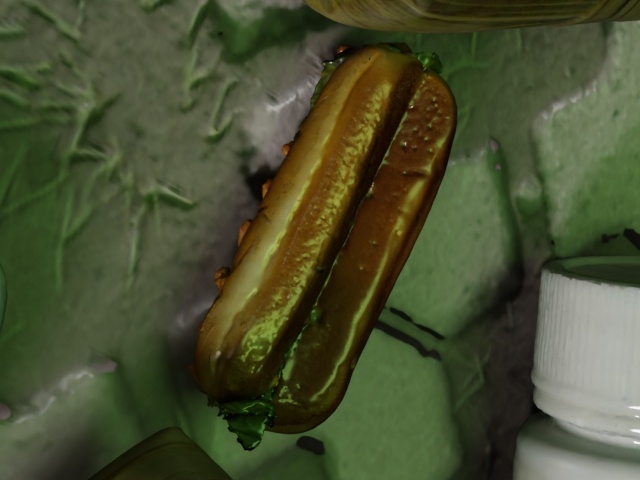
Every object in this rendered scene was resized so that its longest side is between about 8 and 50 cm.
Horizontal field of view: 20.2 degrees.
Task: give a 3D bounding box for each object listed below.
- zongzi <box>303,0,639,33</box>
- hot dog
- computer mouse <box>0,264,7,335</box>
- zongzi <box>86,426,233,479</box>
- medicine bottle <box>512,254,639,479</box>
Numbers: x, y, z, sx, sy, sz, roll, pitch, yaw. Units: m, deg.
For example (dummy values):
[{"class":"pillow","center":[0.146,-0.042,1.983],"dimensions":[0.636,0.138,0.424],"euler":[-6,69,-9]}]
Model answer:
[{"class":"zongzi","center":[0.101,-0.240,0.762],"dimensions":[0.286,0.138,0.300],"euler":[-7,88,-34]},{"class":"hot dog","center":[0.000,0.000,0.746],"dimensions":[0.072,0.055,0.188],"euler":[37,73,-36]},{"class":"computer mouse","center":[-0.182,0.077,0.584],"dimensions":[0.128,0.079,0.231],"euler":[41,55,-42]},{"class":"zongzi","center":[-0.091,0.226,0.671],"dimensions":[0.256,0.115,0.228],"euler":[-43,128,-21]},{"class":"medicine bottle","center":[0.159,0.137,0.855],"dimensions":[0.144,0.144,0.252],"euler":[-7,103,-41]}]
